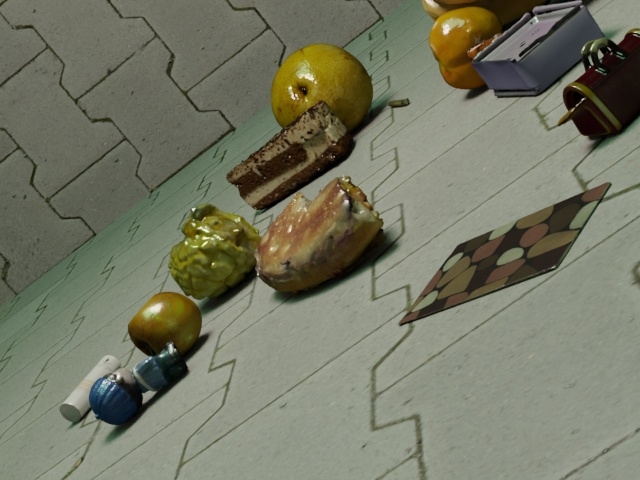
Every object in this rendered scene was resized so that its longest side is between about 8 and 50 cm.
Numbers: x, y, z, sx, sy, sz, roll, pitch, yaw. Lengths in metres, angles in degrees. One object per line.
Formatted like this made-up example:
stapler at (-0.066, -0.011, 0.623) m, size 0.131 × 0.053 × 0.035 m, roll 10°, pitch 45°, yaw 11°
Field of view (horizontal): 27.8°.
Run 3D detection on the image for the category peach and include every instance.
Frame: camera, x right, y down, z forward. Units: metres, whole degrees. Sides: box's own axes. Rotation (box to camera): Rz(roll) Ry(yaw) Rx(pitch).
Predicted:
peach at (0.250, -0.324, 2.157) m, size 0.138 × 0.138 × 0.138 m, roll -36°, pitch 12°, yaw 9°

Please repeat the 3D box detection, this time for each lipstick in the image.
lipstick at (-0.375, 0.242, 2.128) m, size 0.040 × 0.040 × 0.141 m, roll -29°, pitch 15°, yaw 36°

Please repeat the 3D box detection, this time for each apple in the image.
apple at (-0.234, 0.132, 1.983) m, size 0.102 × 0.099 × 0.114 m, roll -51°, pitch 0°, yaw -25°

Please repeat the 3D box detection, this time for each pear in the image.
pear at (-0.001, -0.293, 2.611) m, size 0.209 × 0.209 × 0.209 m, roll -36°, pitch 12°, yaw 9°

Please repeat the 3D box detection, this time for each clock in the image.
clock at (0.326, -0.289, 1.959) m, size 0.145 × 0.073 × 0.193 m, roll -39°, pitch 13°, yaw -6°

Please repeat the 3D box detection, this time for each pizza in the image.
pizza at (0.000, 0.000, 1.824) m, size 0.305 × 0.086 × 0.161 m, roll -22°, pitch 42°, yaw 58°

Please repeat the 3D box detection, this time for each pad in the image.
pad at (0.196, 0.016, 1.397) m, size 0.235 × 0.003 × 0.158 m, roll -25°, pitch 18°, yaw 47°

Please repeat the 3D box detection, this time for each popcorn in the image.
popcorn at (-0.172, 0.021, 2.157) m, size 0.173 × 0.142 × 0.173 m, roll -61°, pitch 0°, yaw 0°

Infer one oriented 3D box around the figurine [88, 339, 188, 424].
figurine at (-0.264, 0.209, 1.877) m, size 0.149 × 0.086 × 0.087 m, roll -28°, pitch 52°, yaw -8°

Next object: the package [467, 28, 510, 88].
package at (0.300, -0.298, 2.081) m, size 0.111 × 0.077 × 0.033 m, roll -28°, pitch 10°, yaw 1°

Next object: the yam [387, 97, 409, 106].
yam at (0.152, -0.267, 2.520) m, size 0.014 × 0.014 × 0.107 m, roll -41°, pitch 13°, yaw -11°

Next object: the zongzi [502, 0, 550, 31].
zongzi at (0.356, -0.417, 2.355) m, size 0.176 × 0.078 × 0.160 m, roll -7°, pitch 39°, yaw 53°

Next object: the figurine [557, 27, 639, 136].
figurine at (0.334, -0.186, 1.515) m, size 0.154 × 0.098 × 0.082 m, roll -39°, pitch 16°, yaw -14°

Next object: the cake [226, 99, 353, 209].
cake at (-0.051, -0.167, 2.521) m, size 0.246 × 0.112 × 0.135 m, roll -34°, pitch 10°, yaw 34°

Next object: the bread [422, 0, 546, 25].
bread at (0.316, -0.556, 2.270) m, size 0.424 × 0.329 × 0.245 m, roll -47°, pitch -24°, yaw -18°
